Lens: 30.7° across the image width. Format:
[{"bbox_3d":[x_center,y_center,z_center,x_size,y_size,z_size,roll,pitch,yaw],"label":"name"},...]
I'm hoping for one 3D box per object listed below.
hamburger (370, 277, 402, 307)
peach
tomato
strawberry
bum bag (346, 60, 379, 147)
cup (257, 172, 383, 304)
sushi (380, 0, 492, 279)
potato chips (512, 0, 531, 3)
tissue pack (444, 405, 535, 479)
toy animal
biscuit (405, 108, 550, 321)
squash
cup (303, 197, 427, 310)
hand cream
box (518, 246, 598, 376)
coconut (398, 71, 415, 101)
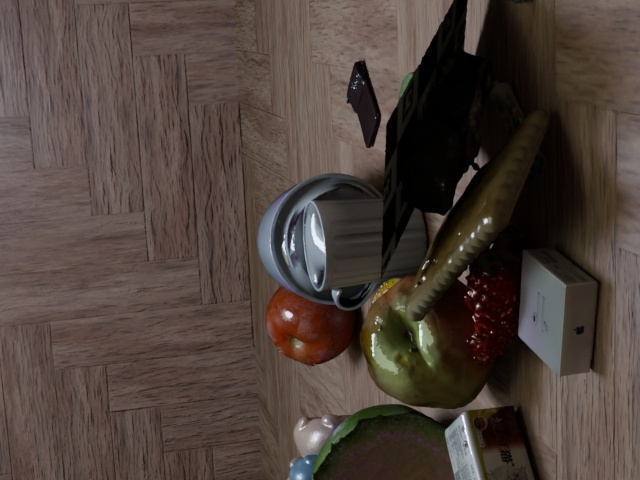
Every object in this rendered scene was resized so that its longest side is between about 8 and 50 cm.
[{"bbox_3d":[0.157,0.172,2.085,0.173,0.116,0.210,111,150,-56],"label":"hamburger"},{"bbox_3d":[0.174,0.167,1.824,0.235,0.214,0.214,39,-147,-57],"label":"peach"},{"bbox_3d":[-0.017,0.174,2.642,0.184,0.208,0.208,-56,-16,-39],"label":"tomato"},{"bbox_3d":[0.269,0.077,1.671,0.167,0.087,0.208,-60,-33,-41],"label":"strawberry"},{"bbox_3d":[0.086,-0.277,2.387,0.109,0.026,0.159,105,155,-53],"label":"bum bag"},{"bbox_3d":[0.000,0.000,2.394,0.371,0.253,0.253,174,91,-80],"label":"cup"},{"bbox_3d":[0.198,-0.157,1.670,0.296,0.100,0.373,88,-157,-47],"label":"sushi"},{"bbox_3d":[0.277,-0.393,1.567,0.209,0.026,0.142,138,123,-73],"label":"potato chips"},{"bbox_3d":[0.259,0.339,1.763,0.106,0.099,0.149,114,148,-60],"label":"tissue pack"},{"bbox_3d":[0.022,0.498,2.597,0.229,0.210,0.221,55,-142,-43],"label":"toy animal"},{"bbox_3d":[0.210,-0.030,1.622,0.217,0.044,0.325,-64,4,-31],"label":"biscuit"},{"bbox_3d":[0.099,0.424,2.057,0.309,0.310,0.310,-167,72,-78],"label":"squash"},{"bbox_3d":[0.076,0.013,2.167,0.221,0.202,0.167,110,151,-61],"label":"cup"},{"bbox_3d":[0.279,-0.159,1.648,0.057,0.037,0.165,107,148,-58],"label":"hand cream"},{"bbox_3d":[0.314,0.092,1.546,0.130,0.051,0.129,-126,33,-65],"label":"box"},{"bbox_3d":[0.169,-0.246,1.952,0.083,0.081,0.082,-130,23,-52],"label":"coconut"}]
